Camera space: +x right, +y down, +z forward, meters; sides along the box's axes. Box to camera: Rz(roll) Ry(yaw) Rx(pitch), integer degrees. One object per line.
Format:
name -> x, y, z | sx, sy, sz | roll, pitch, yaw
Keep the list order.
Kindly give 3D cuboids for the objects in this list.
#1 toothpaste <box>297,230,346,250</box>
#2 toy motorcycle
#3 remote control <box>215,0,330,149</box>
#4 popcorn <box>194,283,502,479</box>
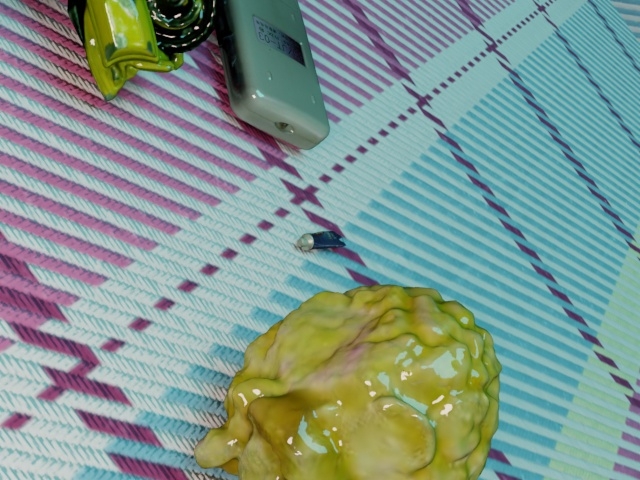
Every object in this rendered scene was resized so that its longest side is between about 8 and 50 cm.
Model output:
toothpaste -> 0.000, 0.000, 1.154 | 0.027, 0.019, 0.083 | 42, 24, 24
toy motorcycle -> -0.241, -0.298, 0.958 | 0.342, 0.206, 0.142 | 62, 1, -10
remote control -> -0.071, -0.248, 1.249 | 0.140, 0.056, 0.296 | 24, 42, -44
popcorn -> 0.035, 0.154, 0.889 | 0.212, 0.259, 0.259 | 57, 28, -28
